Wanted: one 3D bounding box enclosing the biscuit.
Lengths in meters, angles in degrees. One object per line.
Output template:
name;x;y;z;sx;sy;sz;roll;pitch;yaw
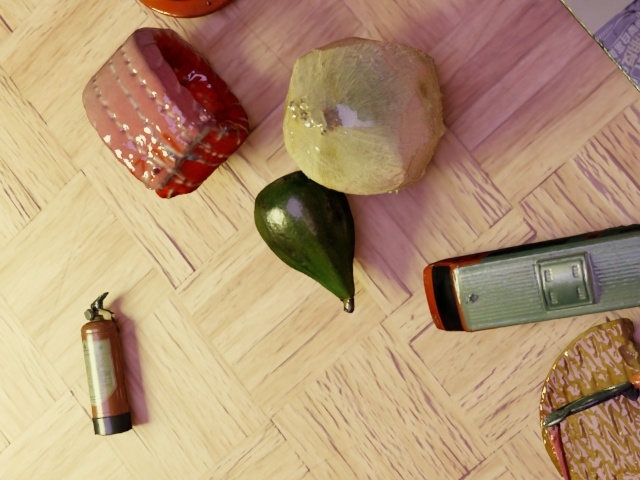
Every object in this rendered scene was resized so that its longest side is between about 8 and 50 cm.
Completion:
biscuit;0.317;0.207;1.611;0.144;0.033;0.224;-21;87;20

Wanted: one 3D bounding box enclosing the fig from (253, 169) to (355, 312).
fig;0.000;0.000;1.695;0.117;0.117;0.177;-35;96;20

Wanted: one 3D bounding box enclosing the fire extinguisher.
fire extinguisher;-0.270;0.154;1.834;0.062;0.050;0.177;-8;90;48

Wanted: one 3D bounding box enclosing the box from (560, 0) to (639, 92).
box;0.390;-0.246;1.532;0.198;0.084;0.310;-41;78;18

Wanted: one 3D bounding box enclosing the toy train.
toy train;0.300;0.035;1.583;0.409;0.089;0.086;-10;94;21

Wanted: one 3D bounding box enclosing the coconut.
coconut;0.046;-0.137;1.617;0.194;0.194;0.194;1;93;22

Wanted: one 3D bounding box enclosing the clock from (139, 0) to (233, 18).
clock;-0.161;-0.371;1.764;0.205;0.051;0.205;1;92;22

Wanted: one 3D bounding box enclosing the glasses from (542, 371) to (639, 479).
glasses;0.374;0.262;1.519;0.234;0.118;0.268;-16;90;15

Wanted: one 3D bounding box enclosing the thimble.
thimble;-0.181;-0.153;1.723;0.125;0.163;0.189;-42;64;19
